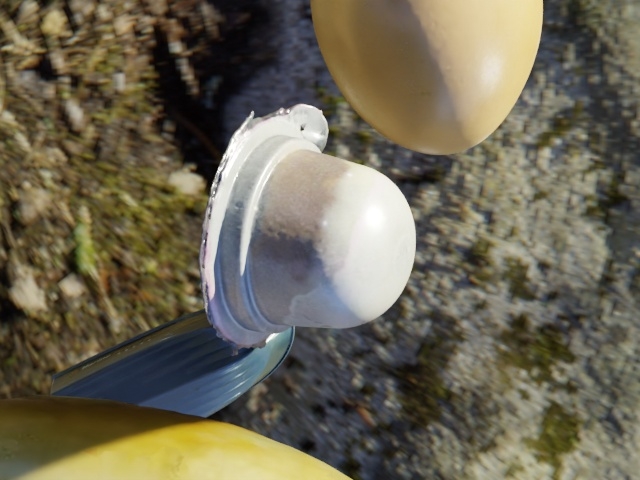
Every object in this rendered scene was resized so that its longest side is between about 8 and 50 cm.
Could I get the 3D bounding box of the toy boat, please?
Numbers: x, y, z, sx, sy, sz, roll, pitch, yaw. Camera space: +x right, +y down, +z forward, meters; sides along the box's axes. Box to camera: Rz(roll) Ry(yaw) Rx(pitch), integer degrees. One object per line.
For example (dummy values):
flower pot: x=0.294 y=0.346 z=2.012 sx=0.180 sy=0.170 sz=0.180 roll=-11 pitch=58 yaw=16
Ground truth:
toy boat: x=-0.131 y=0.120 z=1.433 sx=0.246 sy=0.103 sz=0.093 roll=-25 pitch=105 yaw=17

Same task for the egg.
egg: x=0.036 y=-0.076 z=0.542 sx=0.080 sy=0.080 sz=0.096 roll=-6 pitch=117 yaw=-14

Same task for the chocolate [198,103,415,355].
chocolate: x=0.006 y=-0.004 z=1.304 sx=0.147 sy=0.221 sz=0.221 roll=6 pitch=95 yaw=18

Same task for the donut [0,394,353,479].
donut: x=-0.099 y=0.165 z=0.485 sx=0.360 sy=0.360 sz=0.170 roll=25 pitch=54 yaw=-16
